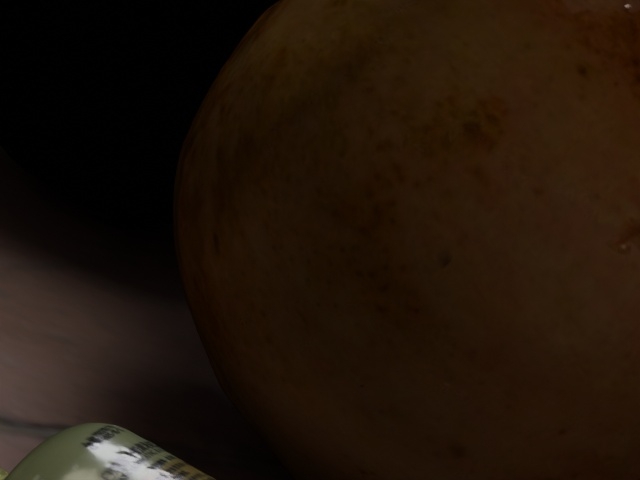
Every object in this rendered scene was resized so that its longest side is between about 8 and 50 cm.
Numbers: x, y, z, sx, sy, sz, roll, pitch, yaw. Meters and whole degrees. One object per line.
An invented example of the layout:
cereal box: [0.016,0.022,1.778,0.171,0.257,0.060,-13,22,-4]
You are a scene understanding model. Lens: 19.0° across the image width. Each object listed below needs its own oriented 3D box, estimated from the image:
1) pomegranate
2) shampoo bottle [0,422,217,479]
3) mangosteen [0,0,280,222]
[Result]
pomegranate: [0.089,-0.001,0.681,0.270,0.252,0.229,43,-20,-3]
shampoo bottle: [-0.043,0.093,0.463,0.162,0.079,0.079,28,15,10]
mangosteen: [-0.027,-0.150,0.879,0.313,0.297,0.297,-1,19,-8]
